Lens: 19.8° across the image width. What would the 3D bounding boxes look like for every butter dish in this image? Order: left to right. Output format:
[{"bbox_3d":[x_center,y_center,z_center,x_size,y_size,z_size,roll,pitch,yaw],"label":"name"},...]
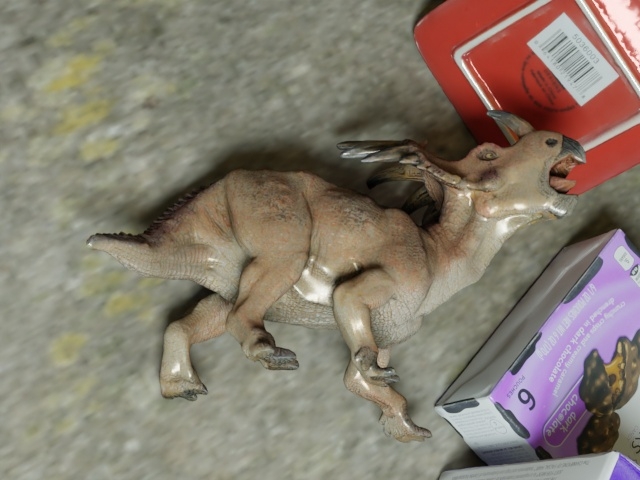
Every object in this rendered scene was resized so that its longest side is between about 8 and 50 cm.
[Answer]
[{"bbox_3d":[0.174,-0.128,1.241,0.160,0.160,0.118,55,36,-7],"label":"butter dish"}]

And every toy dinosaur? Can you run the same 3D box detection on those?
[{"bbox_3d":[0.000,0.000,1.119,0.295,0.127,0.200,10,66,-14],"label":"toy dinosaur"}]

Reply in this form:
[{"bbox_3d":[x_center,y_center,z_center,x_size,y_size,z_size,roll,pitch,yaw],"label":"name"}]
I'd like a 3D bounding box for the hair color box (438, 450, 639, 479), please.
[{"bbox_3d":[0.086,0.294,1.057,0.110,0.185,0.339,39,64,-18],"label":"hair color box"}]

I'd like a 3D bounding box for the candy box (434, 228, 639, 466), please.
[{"bbox_3d":[0.200,0.121,1.226,0.196,0.070,0.165,48,61,-11],"label":"candy box"}]
